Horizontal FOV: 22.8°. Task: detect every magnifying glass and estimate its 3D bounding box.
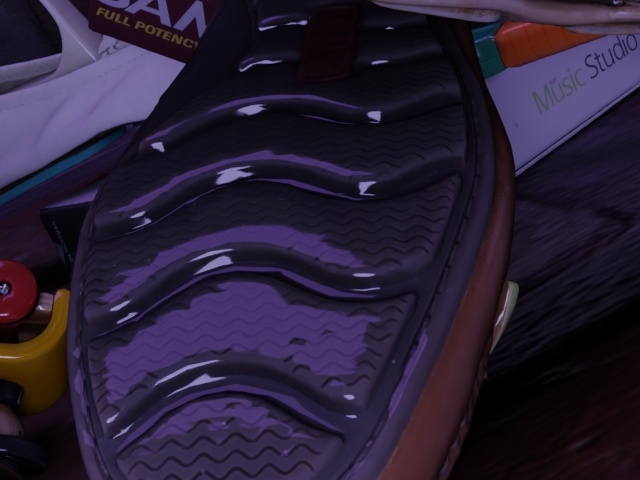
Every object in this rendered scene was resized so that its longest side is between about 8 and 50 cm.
[{"bbox_3d":[0.066,-0.087,0.758,0.231,0.026,0.092,-15,17,27],"label":"magnifying glass"}]

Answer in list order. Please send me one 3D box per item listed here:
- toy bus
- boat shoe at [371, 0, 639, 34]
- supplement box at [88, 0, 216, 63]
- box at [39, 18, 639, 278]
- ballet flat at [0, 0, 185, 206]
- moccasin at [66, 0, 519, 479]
[{"bbox_3d":[-0.179,0.069,0.654,0.202,0.191,0.104,-15,60,36],"label":"toy bus"},{"bbox_3d":[0.123,-0.118,0.549,0.341,0.121,0.110,-7,38,-25],"label":"boat shoe"},{"bbox_3d":[-0.004,-0.162,0.840,0.130,0.073,0.239,21,34,18],"label":"supplement box"},{"bbox_3d":[0.011,-0.058,0.907,0.232,0.058,0.322,-34,16,-33],"label":"box"},{"bbox_3d":[-0.128,-0.115,0.969,0.400,0.139,0.139,-20,15,20],"label":"ballet flat"},{"bbox_3d":[-0.003,0.000,0.557,0.139,0.147,0.380,-8,28,3],"label":"moccasin"}]
